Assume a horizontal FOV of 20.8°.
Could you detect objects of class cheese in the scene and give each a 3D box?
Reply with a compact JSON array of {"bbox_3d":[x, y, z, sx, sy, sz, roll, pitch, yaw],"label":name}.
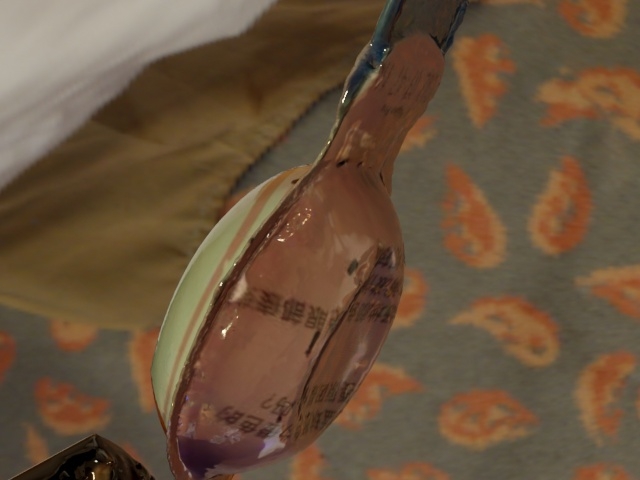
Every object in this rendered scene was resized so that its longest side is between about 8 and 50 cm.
[{"bbox_3d":[0.000,0.000,0.799,0.074,0.189,0.286,28,102,17],"label":"cheese"}]

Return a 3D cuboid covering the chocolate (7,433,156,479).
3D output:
[{"bbox_3d":[-0.093,0.192,0.842,0.133,0.156,0.156,31,102,29],"label":"chocolate"}]
